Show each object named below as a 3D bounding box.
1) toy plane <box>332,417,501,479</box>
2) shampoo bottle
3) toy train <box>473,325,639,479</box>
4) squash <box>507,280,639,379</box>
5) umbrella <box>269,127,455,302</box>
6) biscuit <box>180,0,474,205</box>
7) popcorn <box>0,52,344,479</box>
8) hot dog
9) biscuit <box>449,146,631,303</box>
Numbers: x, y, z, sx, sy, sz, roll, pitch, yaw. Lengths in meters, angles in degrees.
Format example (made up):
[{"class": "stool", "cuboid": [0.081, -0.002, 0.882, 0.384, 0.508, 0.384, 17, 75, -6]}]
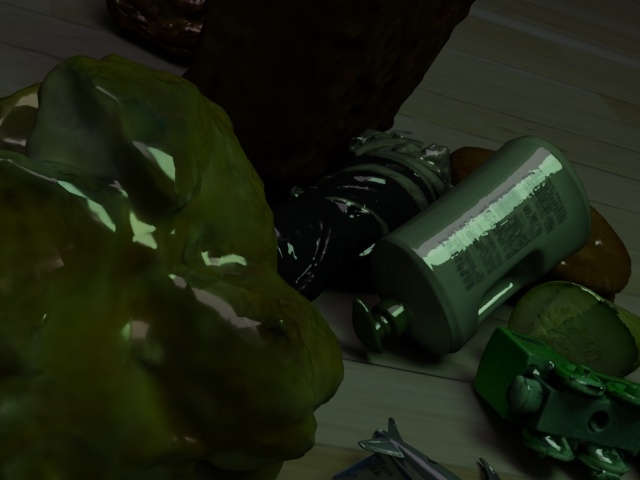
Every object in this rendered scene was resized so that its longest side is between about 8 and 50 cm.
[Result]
[{"class": "toy plane", "cuboid": [0.114, 0.189, 0.753, 0.226, 0.058, 0.226, 31, 11, 14]}, {"class": "shampoo bottle", "cuboid": [0.117, 0.017, 0.978, 0.234, 0.118, 0.087, -36, 26, -28]}, {"class": "toy train", "cuboid": [0.246, 0.139, 0.941, 0.251, 0.085, 0.119, 17, 11, -21]}, {"class": "squash", "cuboid": [0.246, 0.088, 1.028, 0.200, 0.090, 0.075, 13, 21, -49]}, {"class": "umbrella", "cuboid": [-0.005, 0.000, 0.994, 0.113, 0.106, 0.357, 25, 32, 24]}, {"class": "biscuit", "cuboid": [0.033, -0.231, 1.109, 0.166, 0.395, 0.342, 37, 31, 13]}, {"class": "popcorn", "cuboid": [-0.116, 0.031, 0.671, 0.276, 0.276, 0.225, 12, -7, -23]}, {"class": "hot dog", "cuboid": [-0.139, -0.300, 1.400, 0.175, 0.114, 0.259, 29, 27, 7]}, {"class": "biscuit", "cuboid": [0.208, -0.011, 1.172, 0.220, 0.066, 0.220, 27, 26, -14]}]
